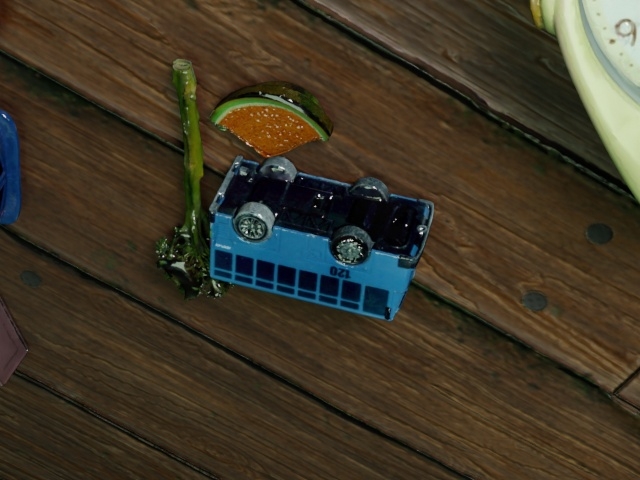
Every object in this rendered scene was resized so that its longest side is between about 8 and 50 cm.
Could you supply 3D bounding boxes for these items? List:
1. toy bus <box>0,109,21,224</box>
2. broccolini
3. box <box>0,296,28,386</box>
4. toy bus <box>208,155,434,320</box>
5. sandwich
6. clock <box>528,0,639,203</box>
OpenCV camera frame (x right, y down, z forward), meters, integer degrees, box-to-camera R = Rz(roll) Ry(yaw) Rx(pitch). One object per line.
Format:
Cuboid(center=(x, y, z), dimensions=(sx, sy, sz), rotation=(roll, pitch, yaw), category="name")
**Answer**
Cuboid(center=(-0.436, -0.057, 1.109), dimensions=(0.288, 0.175, 0.138), rotation=(14, 130, 5), category="toy bus")
Cuboid(center=(-0.117, -0.053, 1.116), dimensions=(0.057, 0.071, 0.254), rotation=(38, 138, 43), category="broccolini")
Cuboid(center=(-0.362, 0.106, 1.298), dimensions=(0.063, 0.060, 0.084), rotation=(-2, 129, 24), category="box")
Cuboid(center=(0.000, 0.000, 1.078), dimensions=(0.185, 0.090, 0.106), rotation=(14, 130, 8), category="toy bus")
Cuboid(center=(-0.045, -0.105, 1.048), dimensions=(0.101, 0.026, 0.069), rotation=(-15, 127, 31), category="sandwich")
Cuboid(center=(0.282, -0.185, 0.792), dimensions=(0.286, 0.117, 0.348), rotation=(-30, 108, 23), category="clock")
